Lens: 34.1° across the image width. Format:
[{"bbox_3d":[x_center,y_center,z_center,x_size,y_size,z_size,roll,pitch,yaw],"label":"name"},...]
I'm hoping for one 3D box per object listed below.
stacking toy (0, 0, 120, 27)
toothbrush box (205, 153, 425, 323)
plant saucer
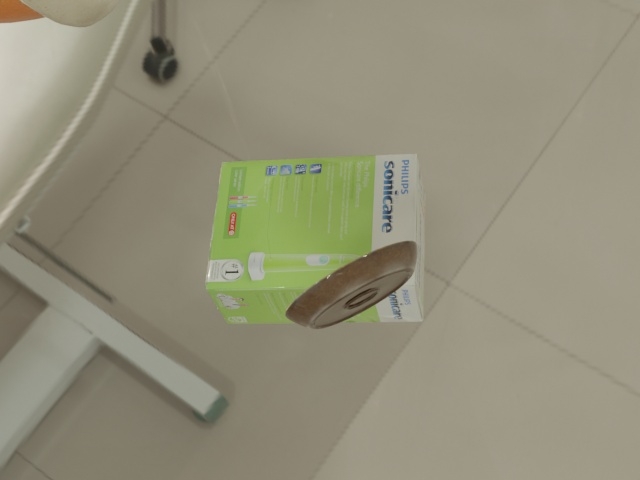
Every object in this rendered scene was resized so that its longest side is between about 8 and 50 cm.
[{"bbox_3d":[-0.400,-0.242,0.711,0.480,0.350,0.350,-20,62,10],"label":"stacking toy"},{"bbox_3d":[0.000,0.000,1.451,0.283,0.122,0.206,-3,61,11],"label":"toothbrush box"},{"bbox_3d":[0.041,0.056,1.165,0.168,0.168,0.029,-27,74,-4],"label":"plant saucer"}]
